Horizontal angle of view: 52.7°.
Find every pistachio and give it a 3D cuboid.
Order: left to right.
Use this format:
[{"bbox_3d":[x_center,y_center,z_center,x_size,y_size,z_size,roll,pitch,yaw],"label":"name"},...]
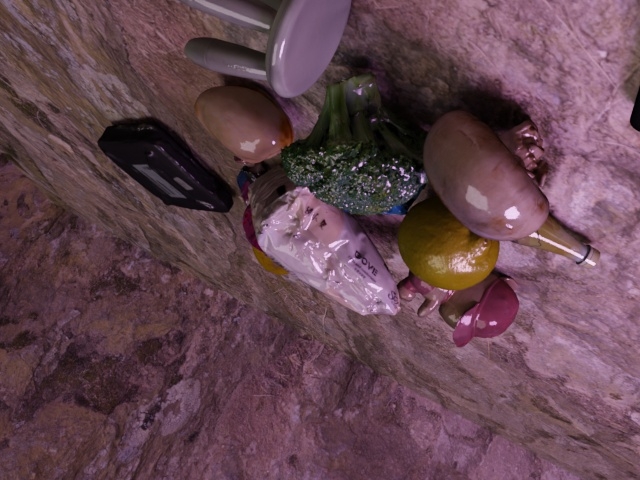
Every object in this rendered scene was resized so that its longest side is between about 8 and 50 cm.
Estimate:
[{"bbox_3d":[-0.150,-0.242,1.314,0.215,0.144,0.144,33,162,12],"label":"pistachio"}]

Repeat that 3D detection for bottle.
[{"bbox_3d":[0.371,-0.027,1.141,0.269,0.083,0.083,27,161,-2],"label":"bottle"}]

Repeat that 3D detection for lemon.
[{"bbox_3d":[-0.111,0.003,1.806,0.170,0.170,0.207,19,142,31],"label":"lemon"},{"bbox_3d":[0.241,0.003,1.258,0.184,0.184,0.248,40,172,-24],"label":"lemon"}]

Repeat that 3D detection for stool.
[{"bbox_3d":[-0.084,-0.325,0.910,0.198,0.195,0.195,28,161,16],"label":"stool"}]

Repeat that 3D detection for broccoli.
[{"bbox_3d":[0.067,-0.155,1.090,0.261,0.269,0.242,-141,36,-69],"label":"broccoli"}]

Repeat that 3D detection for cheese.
[{"bbox_3d":[-0.168,-0.074,1.683,0.155,0.062,0.244,-46,60,53],"label":"cheese"}]

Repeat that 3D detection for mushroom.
[{"bbox_3d":[0.258,-0.107,0.976,0.226,0.178,0.226,36,-155,-20],"label":"mushroom"}]

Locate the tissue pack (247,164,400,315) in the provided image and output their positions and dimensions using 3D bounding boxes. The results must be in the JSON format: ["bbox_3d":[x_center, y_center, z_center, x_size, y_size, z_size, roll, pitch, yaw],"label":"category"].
[{"bbox_3d":[0.000,0.000,1.495,0.375,0.195,0.390,42,-175,-23],"label":"tissue pack"}]

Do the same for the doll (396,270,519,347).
[{"bbox_3d":[0.311,0.122,1.446,0.255,0.196,0.152,35,180,11],"label":"doll"}]

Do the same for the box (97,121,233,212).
[{"bbox_3d":[-0.461,-0.208,1.914,0.350,0.091,0.359,10,154,47],"label":"box"}]

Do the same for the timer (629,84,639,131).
[{"bbox_3d":[0.438,-0.168,0.729,0.144,0.055,0.187,21,159,24],"label":"timer"}]

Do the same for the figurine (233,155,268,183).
[{"bbox_3d":[-0.179,-0.186,1.605,0.072,0.054,0.129,19,157,51],"label":"figurine"}]

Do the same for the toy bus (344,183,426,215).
[{"bbox_3d":[0.108,-0.107,1.294,0.184,0.106,0.090,6,147,50],"label":"toy bus"}]
